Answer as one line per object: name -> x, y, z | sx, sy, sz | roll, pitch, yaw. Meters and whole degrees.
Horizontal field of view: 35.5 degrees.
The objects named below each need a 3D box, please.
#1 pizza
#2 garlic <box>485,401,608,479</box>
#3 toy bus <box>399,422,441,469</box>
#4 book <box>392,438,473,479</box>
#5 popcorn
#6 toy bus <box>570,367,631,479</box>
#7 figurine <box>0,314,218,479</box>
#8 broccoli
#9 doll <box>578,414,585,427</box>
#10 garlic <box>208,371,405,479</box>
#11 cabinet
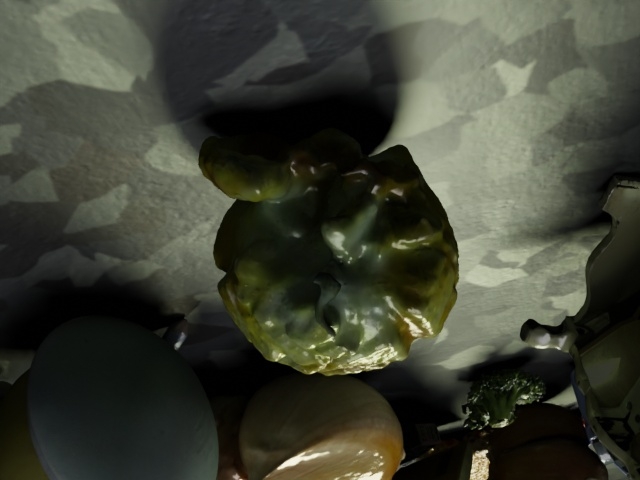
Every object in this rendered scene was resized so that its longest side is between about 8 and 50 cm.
pizza -> 0.256, 0.319, 1.517 | 0.199, 0.062, 0.188 | -34, 131, 21
garlic -> 0.311, 0.343, 1.370 | 0.191, 0.214, 0.160 | -7, 118, 30
toy bus -> 0.124, 0.307, 1.470 | 0.052, 0.037, 0.130 | 1, 148, -31
book -> 0.025, 0.388, 1.369 | 0.389, 0.032, 0.269 | -25, 180, 12
popcorn -> 0.000, 0.000, 0.737 | 0.198, 0.198, 0.212 | -21, 116, 17
toy bus -> 0.444, 0.248, 1.379 | 0.125, 0.133, 0.292 | -27, 146, 17
figurine -> -0.292, 0.199, 0.929 | 0.382, 0.224, 0.205 | -12, 148, 3
broccoli -> 0.233, 0.205, 1.270 | 0.097, 0.092, 0.095 | 6, 130, 0
doll -> 0.360, 0.338, 1.541 | 0.102, 0.075, 0.227 | 18, 118, -41
garlic -> -0.064, 0.266, 1.146 | 0.286, 0.249, 0.313 | -5, 153, 33
cabinet -> 0.405, 0.116, 0.908 | 0.318, 0.290, 0.227 | 4, 128, -21
